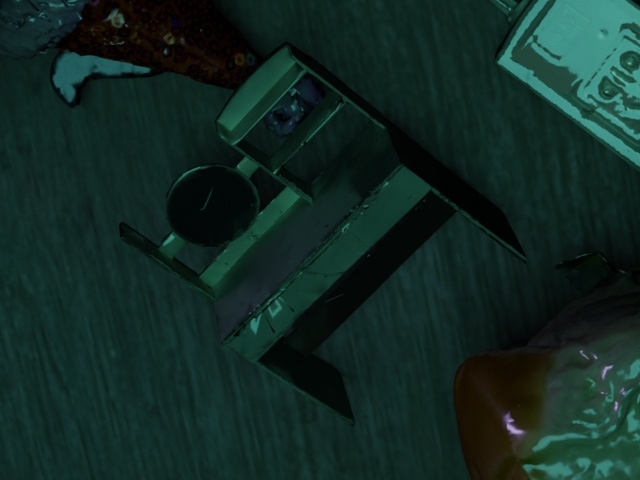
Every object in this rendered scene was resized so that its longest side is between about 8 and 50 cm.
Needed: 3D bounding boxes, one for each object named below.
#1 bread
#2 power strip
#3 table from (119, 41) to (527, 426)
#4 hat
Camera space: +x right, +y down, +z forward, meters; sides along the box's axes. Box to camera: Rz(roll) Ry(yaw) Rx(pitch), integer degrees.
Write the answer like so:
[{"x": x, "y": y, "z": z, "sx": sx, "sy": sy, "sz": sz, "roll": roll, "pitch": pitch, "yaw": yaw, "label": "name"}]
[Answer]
[{"x": 0.211, "y": 0.128, "z": 0.893, "sx": 0.225, "sy": 0.250, "sz": 0.279, "roll": -41, "pitch": 91, "yaw": 10, "label": "bread"}, {"x": 0.140, "y": -0.110, "z": 0.932, "sx": 0.175, "sy": 0.042, "sz": 0.075, "roll": 35, "pitch": 109, "yaw": -2, "label": "power strip"}, {"x": 0.000, "y": 0.000, "z": 0.948, "sx": 0.175, "sy": 0.062, "sz": 0.146, "roll": 35, "pitch": 109, "yaw": -27, "label": "table"}, {"x": -0.089, "y": -0.132, "z": 0.945, "sx": 0.227, "sy": 0.129, "sz": 0.140, "roll": 29, "pitch": 82, "yaw": -19, "label": "hat"}]
